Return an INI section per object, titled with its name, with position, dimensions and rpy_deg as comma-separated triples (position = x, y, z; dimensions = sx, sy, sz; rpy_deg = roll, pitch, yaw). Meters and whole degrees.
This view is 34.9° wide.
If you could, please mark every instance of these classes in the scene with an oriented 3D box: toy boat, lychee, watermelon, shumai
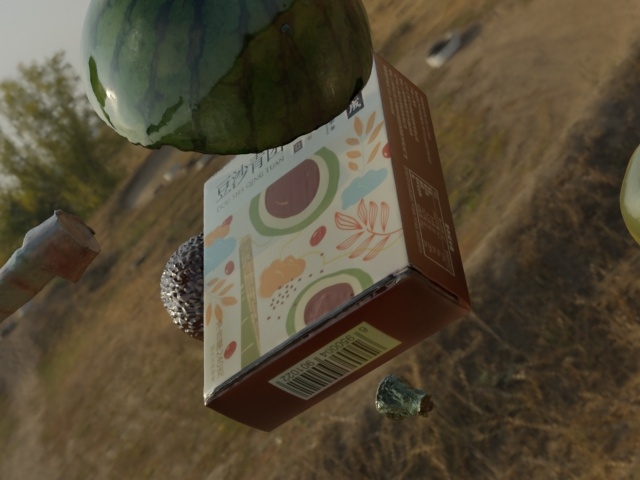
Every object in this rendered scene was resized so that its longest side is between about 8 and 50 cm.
[toy boat]
position = -0.459, 0.077, 1.499
dimensions = 0.282, 0.096, 0.206
rpy_deg = -40, -3, 2
[lychee]
position = -0.166, 0.073, 1.635
dimensions = 0.194, 0.194, 0.194
rpy_deg = -45, 14, 14
[watermelon]
position = -0.113, -0.249, 1.099
dimensions = 0.331, 0.189, 0.330
rpy_deg = -9, 44, 9
[shumai]
position = 0.139, 0.248, 1.622
dimensions = 0.083, 0.082, 0.080
rpy_deg = -9, -11, -46

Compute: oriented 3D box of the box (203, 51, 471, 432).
[box]
position = 0.000, 0.000, 1.325
dimensions = 0.345, 0.122, 0.385
rpy_deg = -35, 41, 29

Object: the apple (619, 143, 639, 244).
[apple]
position = 0.576, -0.077, 1.495
dimensions = 0.262, 0.262, 0.262
rpy_deg = -45, 14, 14
